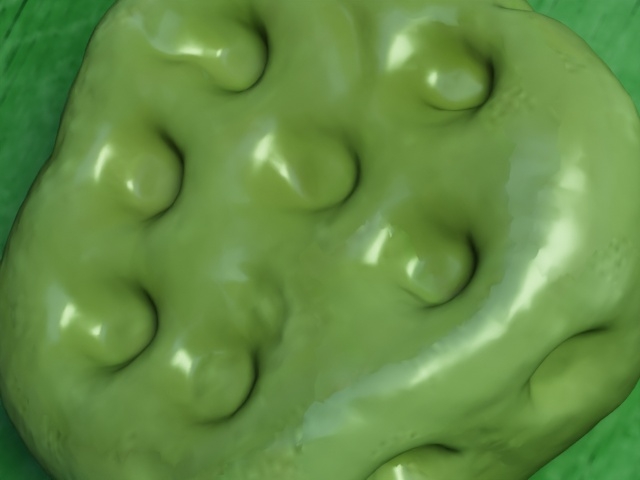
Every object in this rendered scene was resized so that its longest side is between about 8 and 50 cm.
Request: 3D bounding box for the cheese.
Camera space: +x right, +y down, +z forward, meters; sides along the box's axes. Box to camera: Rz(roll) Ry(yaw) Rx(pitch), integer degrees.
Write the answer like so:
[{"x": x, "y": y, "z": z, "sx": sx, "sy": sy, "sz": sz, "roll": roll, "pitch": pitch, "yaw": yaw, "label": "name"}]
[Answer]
[{"x": 0.000, "y": 0.000, "z": 0.653, "sx": 0.235, "sy": 0.117, "sz": 0.218, "roll": -16, "pitch": 66, "yaw": 18, "label": "cheese"}]
